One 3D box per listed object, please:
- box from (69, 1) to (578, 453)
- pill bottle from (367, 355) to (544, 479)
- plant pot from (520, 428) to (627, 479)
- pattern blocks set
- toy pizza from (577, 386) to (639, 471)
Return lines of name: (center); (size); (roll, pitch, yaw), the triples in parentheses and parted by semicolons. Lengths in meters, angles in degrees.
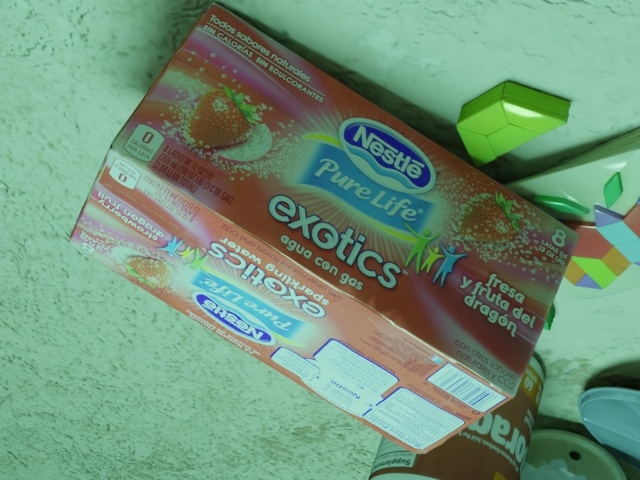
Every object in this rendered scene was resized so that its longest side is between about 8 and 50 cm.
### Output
box: (0.000, 0.000, 0.901); (0.300, 0.142, 0.154); (31, 148, -5)
pill bottle: (0.106, 0.189, 1.090); (0.121, 0.216, 0.121); (15, 149, 9)
plant pot: (0.205, 0.312, 1.229); (0.257, 0.256, 0.274); (13, 136, 13)
pattern blocks set: (0.211, -0.011, 0.901); (0.285, 0.026, 0.325); (31, 148, -16)
toy pizza: (0.311, 0.170, 1.096); (0.201, 0.032, 0.201); (28, 161, 10)
